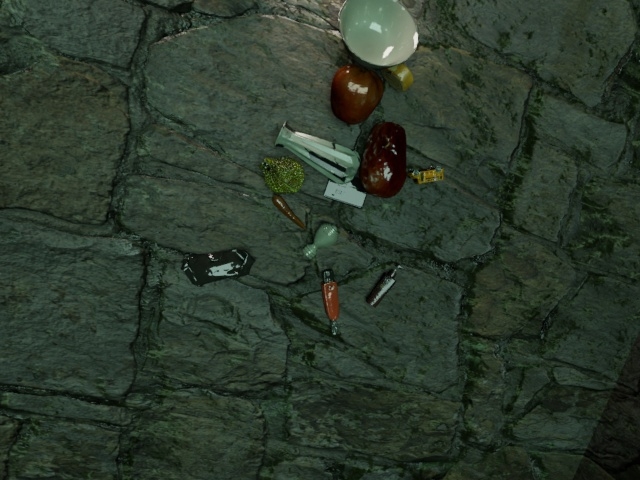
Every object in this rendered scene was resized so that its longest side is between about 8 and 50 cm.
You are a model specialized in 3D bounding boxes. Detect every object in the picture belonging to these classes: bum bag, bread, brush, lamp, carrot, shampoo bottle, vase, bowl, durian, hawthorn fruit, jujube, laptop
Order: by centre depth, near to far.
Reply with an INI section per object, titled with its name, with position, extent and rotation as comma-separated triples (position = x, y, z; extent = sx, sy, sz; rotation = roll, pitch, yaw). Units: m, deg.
[bowl]
position = 0.215, -0.816, 1.778
extent = 0.336, 0.157, 0.338
rotation = 3, 77, -12
[hawthorn fruit]
position = 0.142, -0.591, 1.820
extent = 0.223, 0.224, 0.261
rotation = 10, 125, -12
[durian]
position = -0.163, -0.281, 1.863
extent = 0.197, 0.146, 0.159
rotation = 9, 128, -5
[bread]
position = 0.325, -0.701, 1.864
extent = 0.073, 0.149, 0.122
rotation = -45, 148, 1
[vase]
position = -0.012, -0.375, 1.864
extent = 0.359, 0.165, 0.165
rotation = 25, 97, -10
[jujube]
position = 0.277, -0.344, 1.889
extent = 0.222, 0.223, 0.319
rotation = 7, 93, -11
[bum bag]
position = -0.449, 0.120, 1.936
extent = 0.325, 0.080, 0.142
rotation = -8, 96, -5
[carrot]
position = -0.138, -0.121, 1.954
extent = 0.048, 0.048, 0.216
rotation = -42, 110, 1
[lamp]
position = 0.000, 0.000, 1.977
extent = 0.193, 0.106, 0.106
rotation = -42, 106, 10
[laptop]
position = 0.123, -0.233, 1.986
extent = 0.196, 0.016, 0.136
rotation = 17, 98, -13
[brush]
position = 0.048, 0.293, 2.073
extent = 0.070, 0.051, 0.324
rotation = -8, 100, -15
[shampoo bottle]
position = 0.309, 0.213, 2.089
extent = 0.068, 0.067, 0.237
rotation = 34, 95, -6

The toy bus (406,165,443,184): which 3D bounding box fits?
[toy bus]
position = 0.479, -0.300, 2.006
extent = 0.161, 0.069, 0.074
rotation = -10, 106, -9
